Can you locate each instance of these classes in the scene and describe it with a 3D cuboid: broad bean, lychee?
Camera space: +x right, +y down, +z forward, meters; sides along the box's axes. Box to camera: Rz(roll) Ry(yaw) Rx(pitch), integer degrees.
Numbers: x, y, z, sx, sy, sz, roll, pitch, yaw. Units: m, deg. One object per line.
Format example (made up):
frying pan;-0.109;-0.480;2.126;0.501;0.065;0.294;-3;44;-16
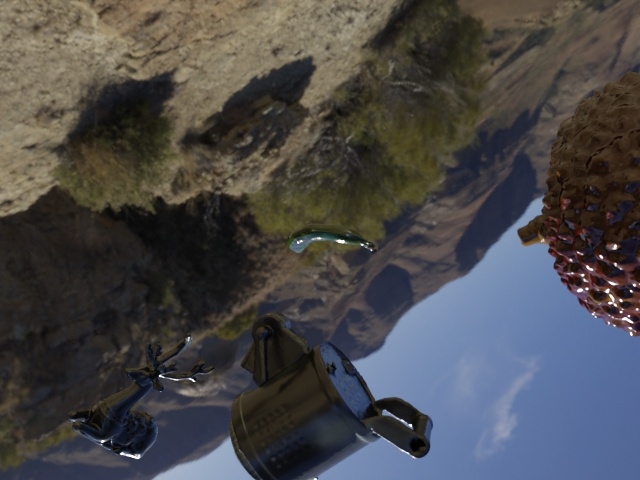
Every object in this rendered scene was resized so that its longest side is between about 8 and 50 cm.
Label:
broad bean;0.000;0.000;1.548;0.292;0.144;0.049;-2;-118;39
lychee;0.345;-0.041;0.571;0.305;0.275;0.276;-13;-172;27

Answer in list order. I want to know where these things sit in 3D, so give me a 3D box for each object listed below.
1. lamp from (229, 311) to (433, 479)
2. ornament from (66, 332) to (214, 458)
lamp;-0.022;0.333;1.078;0.272;0.374;0.205;-54;169;7
ornament;-0.287;0.272;1.036;0.236;0.080;0.202;-43;142;-6
